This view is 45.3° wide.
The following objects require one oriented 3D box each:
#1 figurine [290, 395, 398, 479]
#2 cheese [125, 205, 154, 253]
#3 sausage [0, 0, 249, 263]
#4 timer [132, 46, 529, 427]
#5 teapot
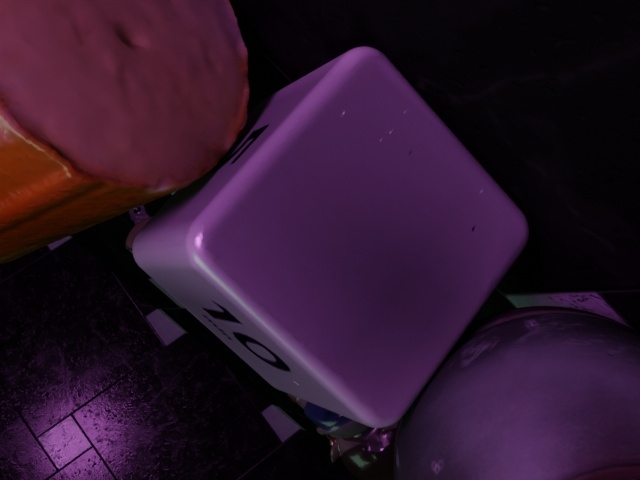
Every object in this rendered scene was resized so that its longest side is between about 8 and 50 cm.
[{"bbox_3d":[0.080,0.294,1.236,0.275,0.161,0.158,54,-162,-31],"label":"figurine"},{"bbox_3d":[-0.302,-0.009,1.339,0.171,0.092,0.047,25,150,39],"label":"cheese"},{"bbox_3d":[-0.230,-0.110,0.585,0.287,0.233,0.233,-15,127,39],"label":"sausage"},{"bbox_3d":[0.000,0.000,0.584,0.192,0.194,0.195,45,163,-16],"label":"timer"},{"bbox_3d":[0.197,0.159,0.447,0.312,0.315,0.233,-14,-91,-83],"label":"teapot"}]
